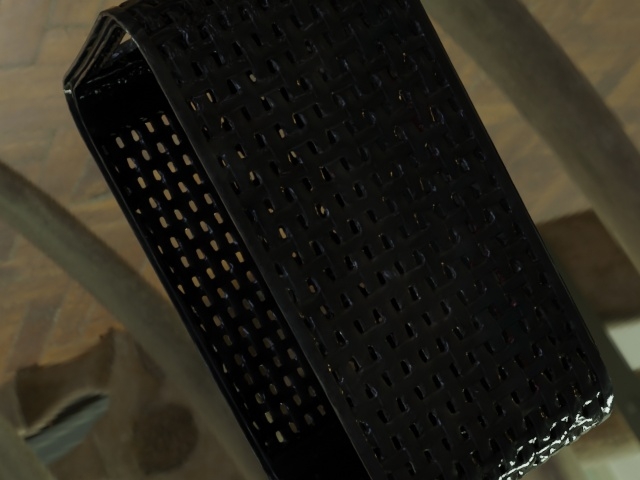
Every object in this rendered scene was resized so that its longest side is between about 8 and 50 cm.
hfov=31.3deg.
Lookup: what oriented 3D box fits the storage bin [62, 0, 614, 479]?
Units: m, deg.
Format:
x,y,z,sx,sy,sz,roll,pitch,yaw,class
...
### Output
x,y,z,sx,sy,sz,roll,pitch,yaw,class
0.000,0.000,0.376,0.084,0.180,0.122,-31,-174,-20,storage bin
